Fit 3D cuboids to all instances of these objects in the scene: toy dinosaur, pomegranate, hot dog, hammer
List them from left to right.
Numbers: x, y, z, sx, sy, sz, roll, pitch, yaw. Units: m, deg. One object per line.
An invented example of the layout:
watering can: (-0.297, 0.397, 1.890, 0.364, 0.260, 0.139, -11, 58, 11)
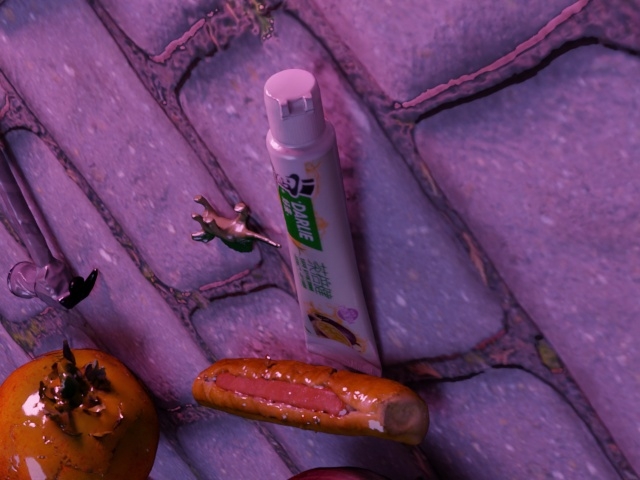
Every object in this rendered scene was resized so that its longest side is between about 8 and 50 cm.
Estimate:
hammer: (-0.365, -0.100, 1.173, 0.152, 0.044, 0.426, 7, 128, 43)
pomegranate: (-0.290, 0.222, 1.260, 0.210, 0.210, 0.235, 37, 144, 16)
toy dinosaur: (-0.075, -0.007, 0.966, 0.120, 0.029, 0.060, 13, 148, 33)
hot dog: (-0.015, 0.143, 0.995, 0.286, 0.061, 0.088, 3, 166, 45)

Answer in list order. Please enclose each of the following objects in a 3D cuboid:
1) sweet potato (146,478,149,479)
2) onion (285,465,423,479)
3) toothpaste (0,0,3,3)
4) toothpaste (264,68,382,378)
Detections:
sweet potato: (-0.244, 0.340, 1.475, 0.095, 0.034, 0.034, 23, 138, 32)
onion: (0.033, 0.322, 0.967, 0.252, 0.252, 0.219, 30, 99, 26)
toothpaste: (-0.274, -0.244, 0.944, 0.218, 0.033, 0.052, -13, 109, 55)
toothpaste: (0.000, 0.000, 0.865, 0.058, 0.056, 0.314, -112, 8, -46)
